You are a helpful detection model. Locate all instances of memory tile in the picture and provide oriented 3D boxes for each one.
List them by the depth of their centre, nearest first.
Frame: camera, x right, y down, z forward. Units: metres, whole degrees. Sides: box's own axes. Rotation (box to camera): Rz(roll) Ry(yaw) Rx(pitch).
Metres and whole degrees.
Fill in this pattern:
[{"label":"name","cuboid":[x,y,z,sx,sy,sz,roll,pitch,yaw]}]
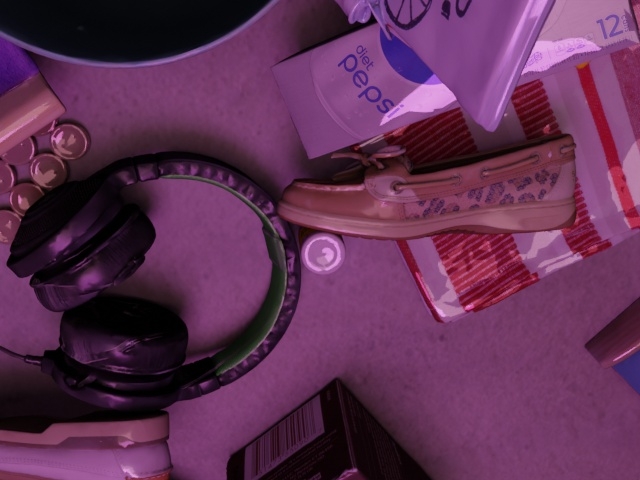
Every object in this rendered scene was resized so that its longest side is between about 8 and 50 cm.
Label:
[{"label":"memory tile","cuboid":[-0.304,-0.077,0.717,0.113,0.012,0.148,37,102,-16]}]

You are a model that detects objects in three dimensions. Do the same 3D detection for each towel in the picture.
[{"label":"towel","cuboid":[0.220,-0.075,0.751,0.329,0.037,0.237,-26,109,4]}]

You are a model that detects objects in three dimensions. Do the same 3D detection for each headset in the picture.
[{"label":"headset","cuboid":[-0.205,0.065,0.684,0.394,0.185,0.243,-17,110,-11]}]

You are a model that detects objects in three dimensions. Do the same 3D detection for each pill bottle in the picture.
[{"label":"pill bottle","cuboid":[0.000,0.000,0.732,0.043,0.083,0.043,-2,109,-4]}]

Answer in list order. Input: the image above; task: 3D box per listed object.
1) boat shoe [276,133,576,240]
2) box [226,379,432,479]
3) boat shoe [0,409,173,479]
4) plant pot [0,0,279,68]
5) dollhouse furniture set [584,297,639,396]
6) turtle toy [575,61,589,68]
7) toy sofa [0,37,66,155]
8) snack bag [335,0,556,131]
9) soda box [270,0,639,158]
[{"label":"boat shoe","cuboid":[0.100,-0.054,0.691,0.285,0.104,0.089,-3,104,-12]},{"label":"box","cuboid":[0.023,0.300,0.794,0.168,0.167,0.203,-39,108,8]},{"label":"boat shoe","cuboid":[-0.287,0.227,0.726,0.302,0.113,0.103,-7,84,22]},{"label":"plant pot","cuboid":[-0.139,-0.287,0.539,0.293,0.235,0.293,-2,110,-5]},{"label":"dollhouse furniture set","cuboid":[0.464,0.156,0.711,0.198,0.303,0.286,42,101,-17]},{"label":"turtle toy","cuboid":[0.229,-0.226,0.668,0.095,0.066,0.130,31,92,6]},{"label":"toy sofa","cuboid":[-0.334,-0.178,0.496,0.150,0.177,0.362,-37,144,-7]},{"label":"snack bag","cuboid":[0.068,-0.279,0.469,0.037,0.342,0.323,-12,141,-27]},{"label":"soda box","cuboid":[0.109,-0.164,0.629,0.286,0.098,0.091,-16,107,22]}]
